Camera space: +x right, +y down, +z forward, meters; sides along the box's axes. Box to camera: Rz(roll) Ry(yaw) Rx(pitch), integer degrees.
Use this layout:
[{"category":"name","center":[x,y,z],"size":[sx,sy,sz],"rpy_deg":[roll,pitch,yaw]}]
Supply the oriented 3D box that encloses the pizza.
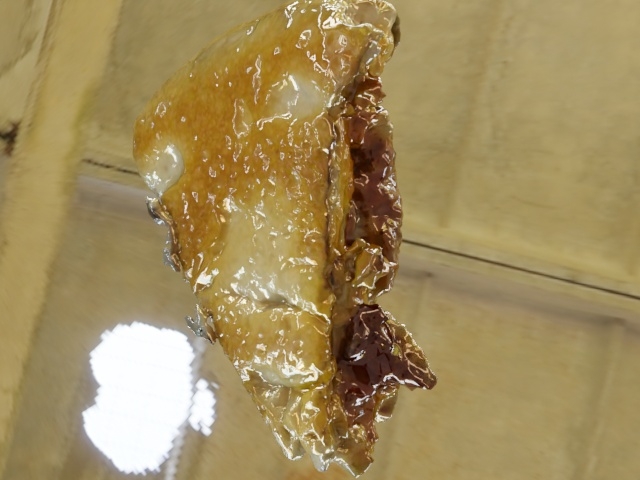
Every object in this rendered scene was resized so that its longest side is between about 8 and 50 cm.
[{"category":"pizza","center":[0.000,0.000,0.721],"size":[0.069,0.154,0.193],"rpy_deg":[-3,-103,-46]}]
